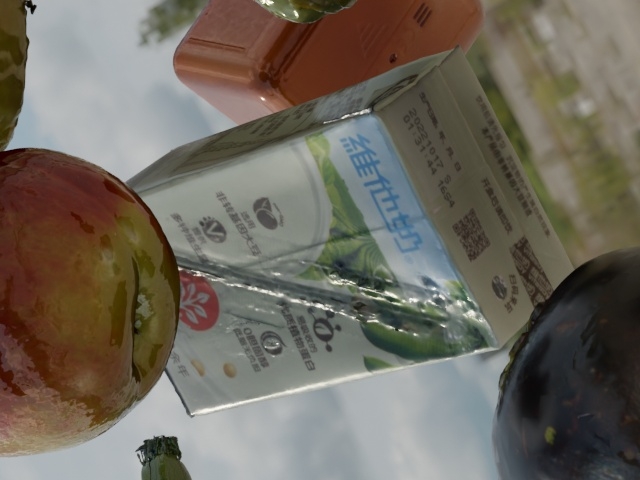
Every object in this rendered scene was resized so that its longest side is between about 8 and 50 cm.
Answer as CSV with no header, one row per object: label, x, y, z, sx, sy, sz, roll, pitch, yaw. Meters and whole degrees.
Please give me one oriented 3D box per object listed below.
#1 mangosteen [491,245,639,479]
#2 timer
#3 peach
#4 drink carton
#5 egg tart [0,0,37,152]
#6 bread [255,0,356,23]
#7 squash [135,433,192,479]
mangosteen,0.208,0.109,1.128,0.217,0.192,0.192,30,179,12
timer,0.033,-0.195,1.972,0.250,0.257,0.161,39,172,-39
peach,-0.182,0.035,1.158,0.190,0.192,0.190,6,-90,-73
drink carton,-0.001,0.000,1.457,0.132,0.324,0.194,-40,-73,-43
egg tart,-0.321,-0.163,1.438,0.388,0.169,0.388,30,125,55
bread,0.030,-0.251,1.335,0.088,0.232,0.128,35,-172,19
squash,-0.126,0.253,1.722,0.052,0.052,0.183,54,-165,-55
